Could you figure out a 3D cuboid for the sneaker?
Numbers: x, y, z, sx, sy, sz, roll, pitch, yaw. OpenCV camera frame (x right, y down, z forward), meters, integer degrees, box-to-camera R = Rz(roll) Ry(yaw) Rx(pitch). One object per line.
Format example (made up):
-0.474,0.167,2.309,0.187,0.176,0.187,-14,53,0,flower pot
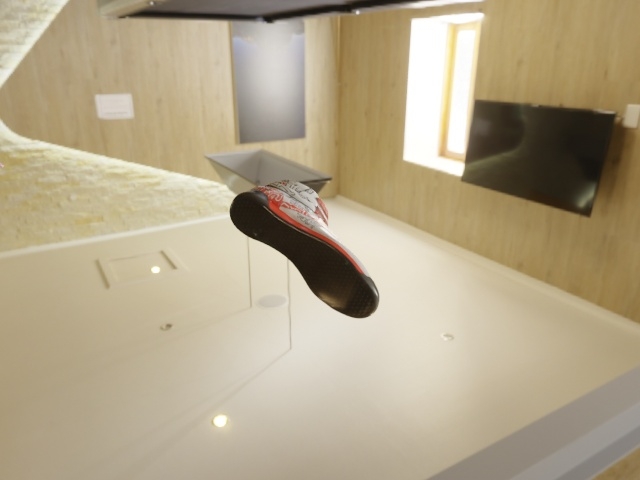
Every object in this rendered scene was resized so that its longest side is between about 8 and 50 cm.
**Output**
0.000,-0.001,0.782,0.270,0.090,0.145,37,-150,10,sneaker

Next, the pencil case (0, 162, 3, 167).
-0.367,0.002,0.431,0.098,0.209,0.095,24,-178,-33,pencil case
